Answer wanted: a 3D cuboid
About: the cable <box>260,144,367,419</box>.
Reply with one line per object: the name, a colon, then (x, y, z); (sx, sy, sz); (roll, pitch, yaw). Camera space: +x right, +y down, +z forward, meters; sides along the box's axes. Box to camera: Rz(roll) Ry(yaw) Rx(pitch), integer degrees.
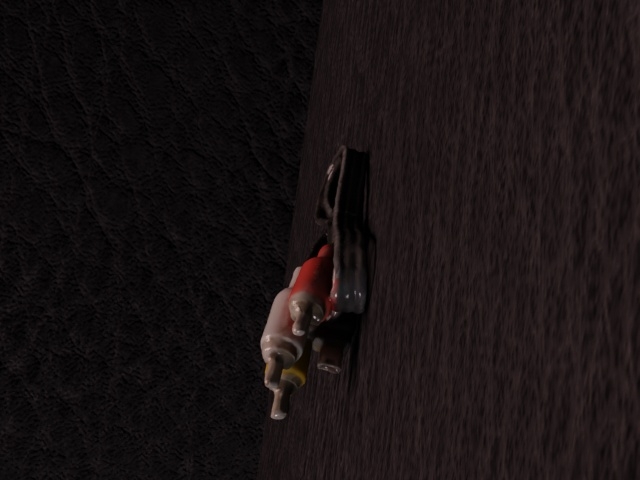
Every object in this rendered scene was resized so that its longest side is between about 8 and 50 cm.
cable: (0.000, 0.000, 1.539); (0.287, 0.072, 0.139); (-85, 11, -47)
